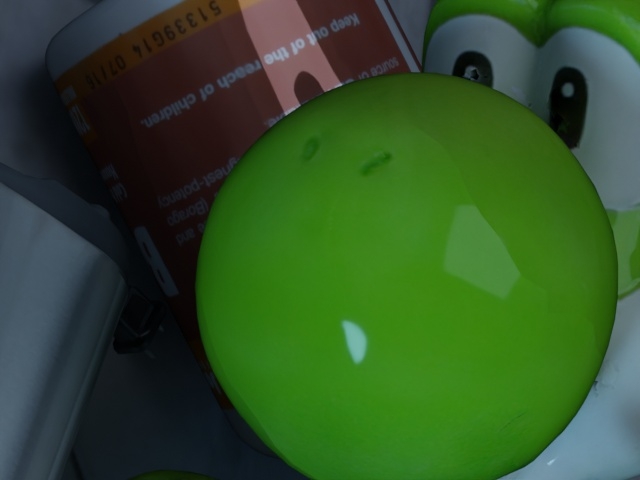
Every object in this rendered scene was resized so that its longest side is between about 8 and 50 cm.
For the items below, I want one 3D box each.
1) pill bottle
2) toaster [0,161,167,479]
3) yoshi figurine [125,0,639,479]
[{"bbox_3d":[0.000,0.000,0.661,0.121,0.121,0.216,-29,94,-44],"label":"pill bottle"},{"bbox_3d":[-0.155,0.037,0.511,0.227,0.129,0.146,33,58,-33],"label":"toaster"},{"bbox_3d":[0.027,0.099,0.522,0.204,0.203,0.362,4,101,-1],"label":"yoshi figurine"}]
